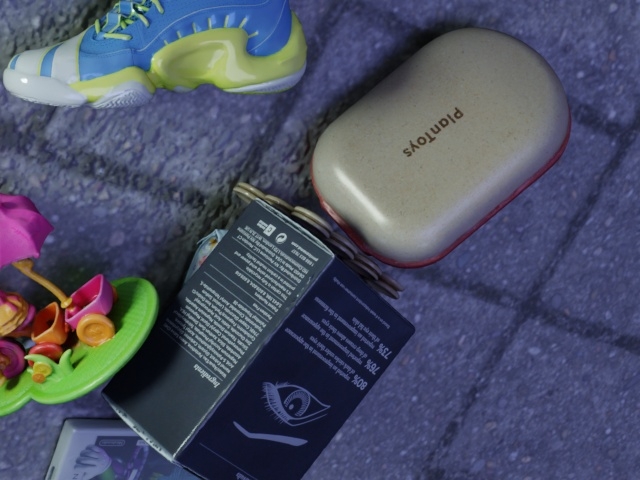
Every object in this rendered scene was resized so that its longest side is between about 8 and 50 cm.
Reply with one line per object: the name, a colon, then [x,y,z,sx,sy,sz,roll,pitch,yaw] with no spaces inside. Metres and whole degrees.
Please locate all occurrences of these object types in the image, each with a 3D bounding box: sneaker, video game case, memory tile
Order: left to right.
video game case: [-0.168,0.239,1.464,0.190,0.022,0.173,6,114,-38]
sneaker: [-0.123,-0.167,1.209,0.240,0.091,0.126,-8,104,-31]
memory tile: [0.000,0.000,1.369,0.148,0.113,0.012,41,78,-44]

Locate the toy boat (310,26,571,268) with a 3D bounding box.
toy boat: [0.108,-0.071,1.404,0.231,0.151,0.151,-39,163,-8]

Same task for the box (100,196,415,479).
box: [-0.048,0.098,1.317,0.207,0.108,0.153,-51,140,-4]

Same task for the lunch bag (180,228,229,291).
lunch bag: [-0.071,0.025,1.375,0.071,0.053,0.083,-1,128,-33]

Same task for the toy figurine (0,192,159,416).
toy figurine: [-0.240,0.037,1.246,0.173,0.130,0.159,-29,121,15]
